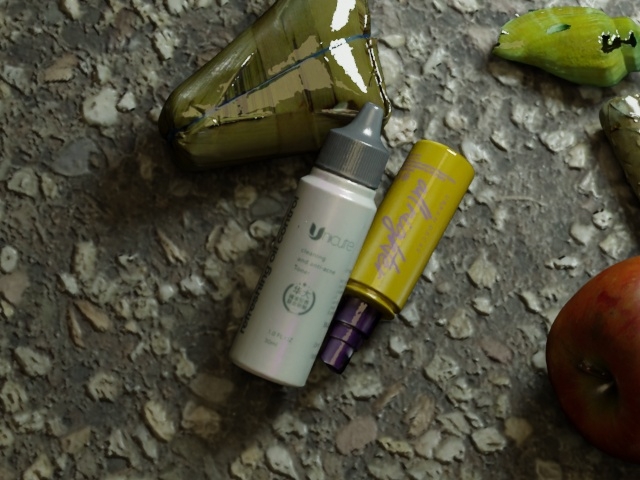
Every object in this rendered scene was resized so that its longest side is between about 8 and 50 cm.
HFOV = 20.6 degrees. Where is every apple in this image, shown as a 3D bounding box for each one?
[{"bbox_3d":[0.363,0.123,1.867,0.230,0.230,0.230,1,76,-5],"label":"apple"}]

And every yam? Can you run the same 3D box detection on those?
[{"bbox_3d":[0.408,-0.021,1.975,0.071,0.067,0.317,-29,79,15],"label":"yam"}]

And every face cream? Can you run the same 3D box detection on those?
[{"bbox_3d":[0.074,0.022,1.927,0.078,0.078,0.273,29,76,2],"label":"face cream"},{"bbox_3d":[0.000,0.000,1.875,0.092,0.092,0.311,24,93,1],"label":"face cream"}]

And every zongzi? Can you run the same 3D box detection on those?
[{"bbox_3d":[-0.065,-0.230,1.946,0.260,0.123,0.289,-9,82,-10],"label":"zongzi"}]

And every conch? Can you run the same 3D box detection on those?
[{"bbox_3d":[0.304,-0.224,2.015,0.201,0.079,0.095,17,53,6],"label":"conch"}]
